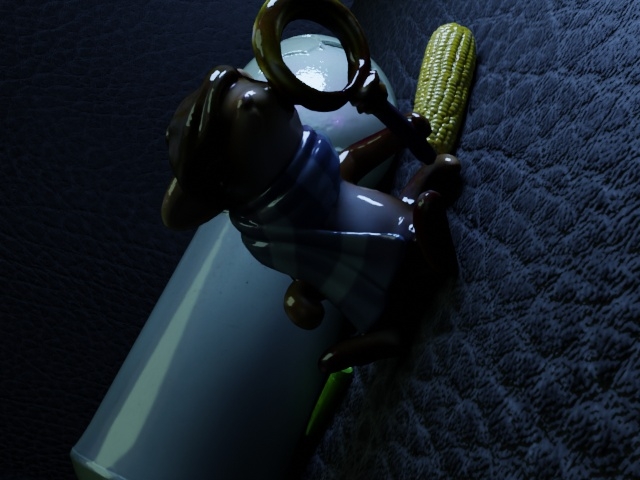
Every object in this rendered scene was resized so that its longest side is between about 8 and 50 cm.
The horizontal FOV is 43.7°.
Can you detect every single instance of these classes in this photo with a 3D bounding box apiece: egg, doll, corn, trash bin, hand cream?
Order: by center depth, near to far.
[{"bbox_3d":[-0.001,-0.057,0.840,0.318,0.340,0.209,-56,5,-10],"label":"doll"},{"bbox_3d":[0.153,-0.189,1.000,0.067,0.067,0.206,133,156,-62],"label":"corn"},{"bbox_3d":[0.006,0.206,1.008,0.122,0.023,0.036,-64,-10,24],"label":"hand cream"},{"bbox_3d":[-0.138,0.200,1.079,0.432,0.280,0.280,-66,9,-15],"label":"trash bin"},{"bbox_3d":[-0.012,-0.175,1.230,0.278,0.278,0.336,-66,13,5],"label":"egg"}]
